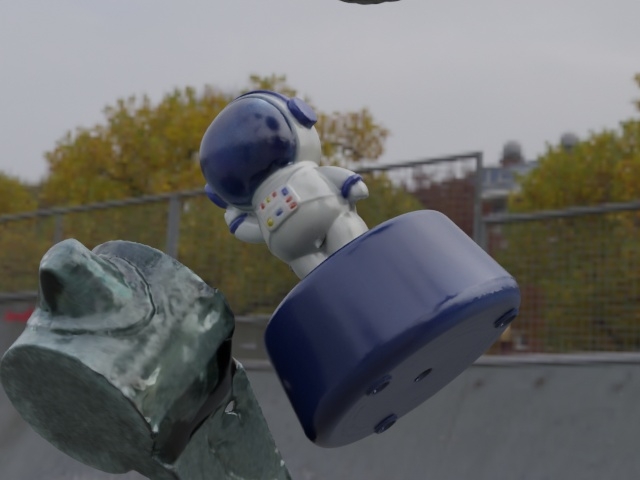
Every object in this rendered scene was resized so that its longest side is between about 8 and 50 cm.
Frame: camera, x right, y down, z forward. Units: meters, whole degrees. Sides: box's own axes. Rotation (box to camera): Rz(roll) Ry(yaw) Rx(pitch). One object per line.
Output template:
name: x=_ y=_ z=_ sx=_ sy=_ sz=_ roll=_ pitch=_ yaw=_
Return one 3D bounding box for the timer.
timer: x=0.000 y=0.000 z=1.342 sx=0.270 sy=0.383 sz=0.270 roll=-33 pitch=-20 yaw=-13

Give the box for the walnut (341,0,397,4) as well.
walnut: x=0.052 y=-0.303 z=1.246 sx=0.162 sy=0.140 sz=0.140 roll=16 pitch=0 yaw=35

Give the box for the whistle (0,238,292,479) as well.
whistle: x=-0.159 y=0.169 z=1.313 sx=0.405 sy=0.168 sz=0.188 roll=43 pitch=-41 yaw=-11
